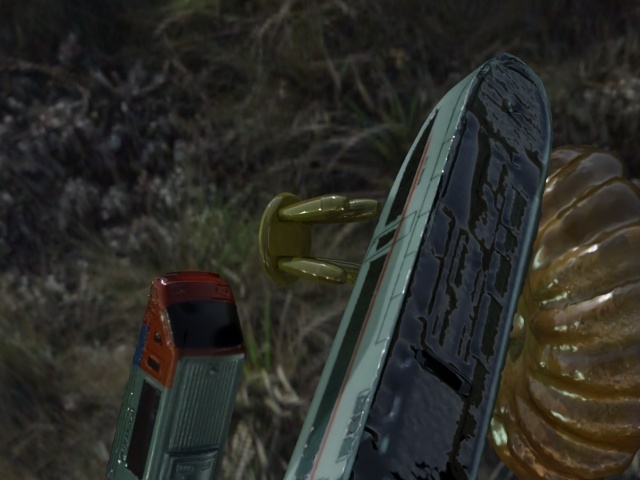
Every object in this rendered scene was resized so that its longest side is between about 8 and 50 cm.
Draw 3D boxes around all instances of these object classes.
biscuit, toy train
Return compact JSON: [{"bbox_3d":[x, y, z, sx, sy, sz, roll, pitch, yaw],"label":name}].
[{"bbox_3d":[0.208,0.071,1.171,0.107,0.326,0.326,4,61,-15],"label":"biscuit"},{"bbox_3d":[0.067,0.036,0.784,0.086,0.088,0.407,38,47,-17],"label":"toy train"},{"bbox_3d":[-0.147,0.232,1.178,0.089,0.086,0.409,28,109,45],"label":"toy train"}]

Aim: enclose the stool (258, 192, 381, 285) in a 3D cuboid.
[{"bbox_3d":[0.000,0.000,1.473,0.110,0.135,0.134,1,43,27],"label":"stool"}]
